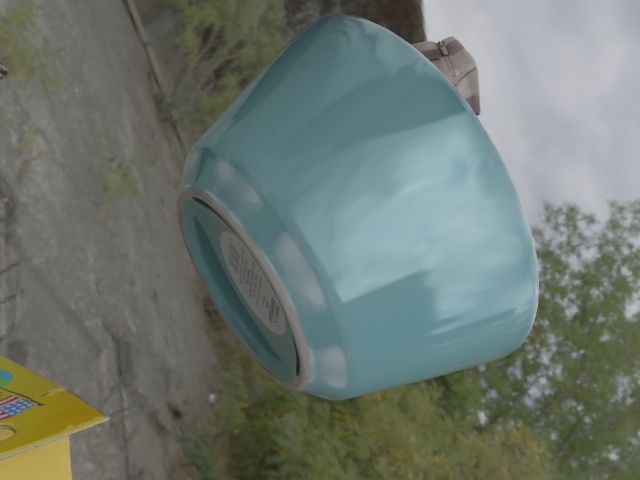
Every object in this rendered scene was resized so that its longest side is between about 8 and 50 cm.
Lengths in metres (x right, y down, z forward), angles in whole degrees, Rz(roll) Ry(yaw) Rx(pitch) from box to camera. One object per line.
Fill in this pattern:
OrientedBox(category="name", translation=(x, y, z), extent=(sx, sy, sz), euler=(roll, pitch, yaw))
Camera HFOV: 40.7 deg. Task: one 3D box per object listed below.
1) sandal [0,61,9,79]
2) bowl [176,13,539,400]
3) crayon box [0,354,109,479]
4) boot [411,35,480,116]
OrientedBox(category="sandal", translation=(-0.419, -0.194, 0.841), extent=(0.090, 0.219, 0.060), euler=(38, -71, 44))
OrientedBox(category="bowl", translation=(0.000, 0.000, 0.680), extent=(0.311, 0.163, 0.312), euler=(47, -24, 29))
OrientedBox(category="crayon box", translation=(-0.320, 0.137, 0.605), extent=(0.318, 0.202, 0.081), euler=(12, -73, 42))
OrientedBox(category="boot", translation=(0.098, -0.148, 0.837), extent=(0.042, 0.118, 0.087), euler=(110, -39, -74))
